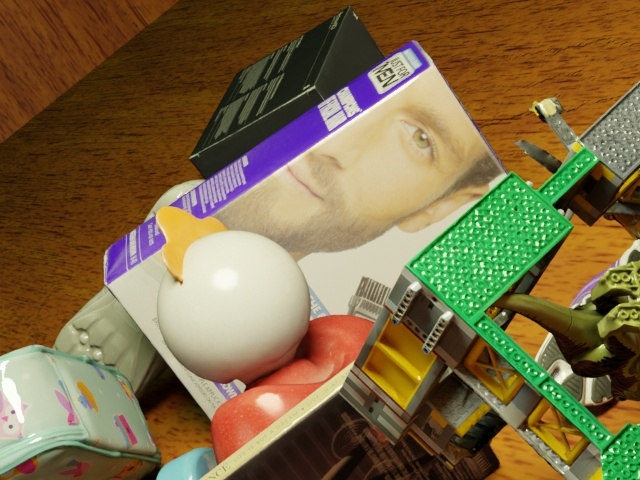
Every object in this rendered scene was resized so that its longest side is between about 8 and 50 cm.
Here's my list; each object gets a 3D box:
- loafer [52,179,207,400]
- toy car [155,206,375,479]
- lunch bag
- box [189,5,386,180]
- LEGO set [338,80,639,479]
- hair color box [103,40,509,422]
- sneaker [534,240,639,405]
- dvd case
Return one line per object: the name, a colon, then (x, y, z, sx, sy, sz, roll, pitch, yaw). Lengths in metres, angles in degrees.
loafer: (-0.161, 0.071, 1.694, 0.319, 0.112, 0.111, -51, -21, 28)
toy car: (-0.039, 0.068, 1.302, 0.219, 0.238, 0.210, -28, 4, 28)
lunch bag: (-0.272, 0.191, 1.491, 0.224, 0.108, 0.279, -30, -17, 7)
box: (-0.031, -0.158, 2.111, 0.184, 0.103, 0.261, -30, 18, 24)
LEGO set: (0.172, 0.060, 1.052, 0.331, 0.255, 0.192, -49, -9, -31)
hair color box: (0.000, 0.000, 1.536, 0.339, 0.185, 0.110, -35, 18, 4)
sneaker: (0.198, 0.067, 1.247, 0.170, 0.068, 0.071, -40, 2, -41)
dvd case: (0.004, 0.168, 1.160, 0.221, 0.164, 0.018, -38, 44, -5)
